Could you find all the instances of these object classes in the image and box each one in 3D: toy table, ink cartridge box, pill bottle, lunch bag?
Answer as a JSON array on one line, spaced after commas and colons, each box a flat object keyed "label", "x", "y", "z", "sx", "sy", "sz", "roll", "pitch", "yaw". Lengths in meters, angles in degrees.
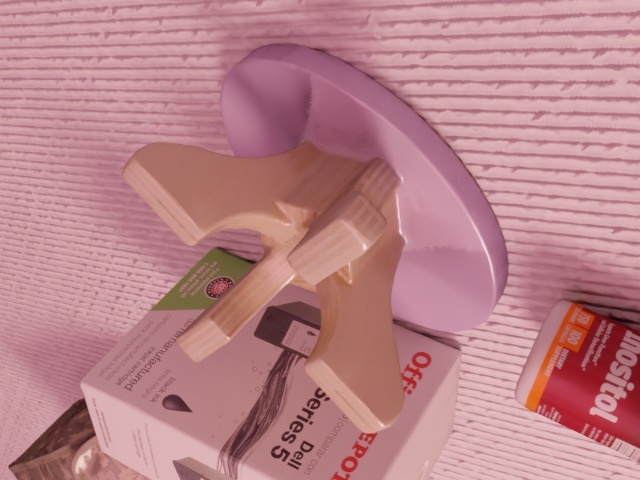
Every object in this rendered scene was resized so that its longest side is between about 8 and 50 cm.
[{"label": "toy table", "x": 0.000, "y": 0.000, "z": 0.632, "sx": 0.274, "sy": 0.161, "sz": 0.252, "roll": 39, "pitch": 141, "yaw": 3}, {"label": "ink cartridge box", "x": -0.037, "y": 0.145, "z": 0.768, "sx": 0.273, "sy": 0.198, "sz": 0.114, "roll": 21, "pitch": 136, "yaw": 23}, {"label": "pill bottle", "x": 0.223, "y": 0.109, "z": 0.611, "sx": 0.152, "sy": 0.086, "sz": 0.086, "roll": 24, "pitch": 139, "yaw": 19}, {"label": "lunch bag", "x": -0.225, "y": 0.313, "z": 1.114, "sx": 0.287, "sy": 0.169, "sz": 0.235, "roll": -25, "pitch": 105, "yaw": 41}]
